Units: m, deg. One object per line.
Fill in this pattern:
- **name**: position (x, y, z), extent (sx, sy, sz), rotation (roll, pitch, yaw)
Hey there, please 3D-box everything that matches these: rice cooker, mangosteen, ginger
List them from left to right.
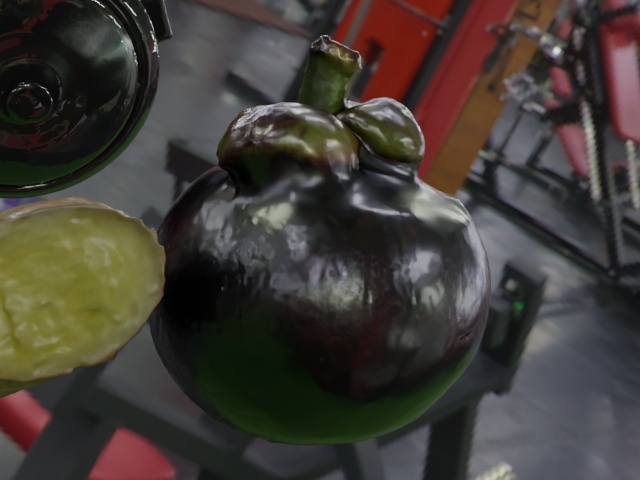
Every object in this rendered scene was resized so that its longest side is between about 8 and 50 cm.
- **ginger**: position (-0.257, 0.063, 0.916), extent (0.126, 0.354, 0.190), rotation (63, 26, -15)
- **rice cooker**: position (-0.275, -0.172, 1.170), extent (0.281, 0.241, 0.227), rotation (-18, 39, -11)
- **mangosteen**: position (0.000, 0.000, 0.990), extent (0.275, 0.302, 0.275), rotation (3, 7, 0)
